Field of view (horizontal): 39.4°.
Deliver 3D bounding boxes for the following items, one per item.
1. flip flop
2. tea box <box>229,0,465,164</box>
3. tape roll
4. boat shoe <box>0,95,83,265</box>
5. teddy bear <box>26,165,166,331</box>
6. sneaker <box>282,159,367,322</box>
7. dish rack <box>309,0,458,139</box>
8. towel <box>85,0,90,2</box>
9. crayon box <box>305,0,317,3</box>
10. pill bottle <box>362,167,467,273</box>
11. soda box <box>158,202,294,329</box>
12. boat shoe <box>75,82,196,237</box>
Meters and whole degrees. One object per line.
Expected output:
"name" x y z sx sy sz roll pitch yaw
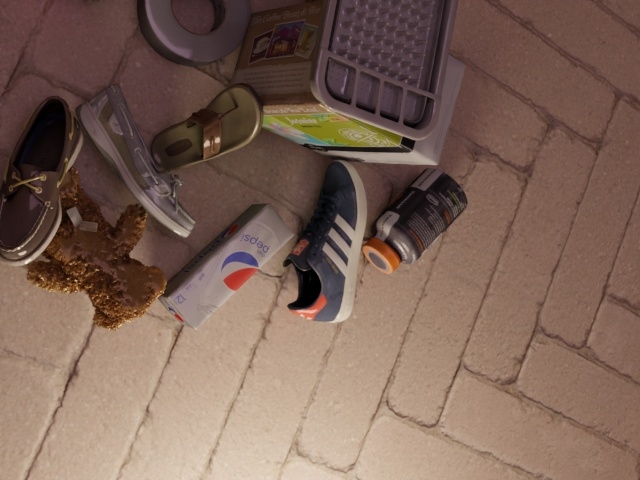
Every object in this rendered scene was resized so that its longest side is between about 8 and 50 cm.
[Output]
"flip flop" -0.225 -0.207 1.710 0.112 0.277 0.080 65 28 -7
"tea box" 0.044 -0.303 1.759 0.324 0.329 0.219 22 82 -37
"tape roll" -0.253 -0.462 1.789 0.219 0.072 0.219 0 90 -25
"boat shoe" -0.509 -0.111 1.591 0.117 0.096 0.324 10 59 4
"teddy bear" -0.448 0.010 1.699 0.338 0.113 0.245 32 70 -15
"sneaker" 0.000 0.000 1.884 0.148 0.131 0.349 4 89 -30
"dish rack" 0.105 -0.359 1.547 0.286 0.072 0.332 13 86 -37
"towel" -0.409 -0.594 1.651 0.049 0.187 0.282 -2 91 -30
"crayon box" 0.045 -0.557 1.857 0.081 0.202 0.318 1 90 -25
"pill bottle" 0.204 -0.038 1.980 0.246 0.130 0.130 -45 108 -19
"soda box" -0.193 0.049 1.812 0.286 0.098 0.091 -44 108 -19
"boat shoe" -0.336 -0.147 1.709 0.103 0.118 0.320 -37 92 -2
